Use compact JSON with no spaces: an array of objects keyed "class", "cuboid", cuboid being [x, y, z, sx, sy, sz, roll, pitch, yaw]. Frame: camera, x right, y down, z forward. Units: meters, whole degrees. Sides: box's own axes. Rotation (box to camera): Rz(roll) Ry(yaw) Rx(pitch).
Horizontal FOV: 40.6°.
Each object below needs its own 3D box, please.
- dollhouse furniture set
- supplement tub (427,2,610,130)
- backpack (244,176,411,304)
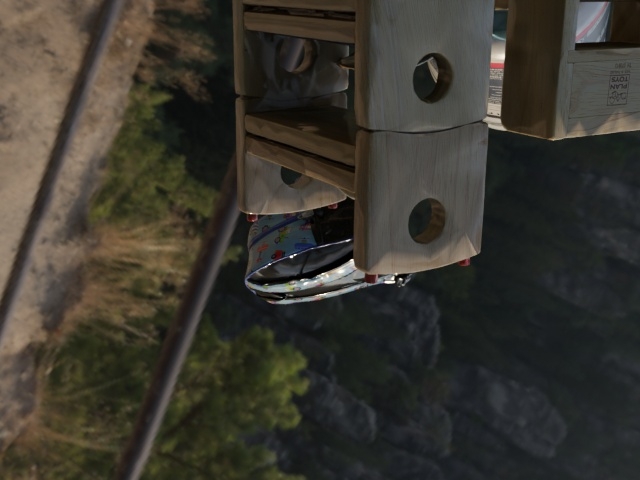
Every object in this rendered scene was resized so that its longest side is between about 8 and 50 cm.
[{"class":"dollhouse furniture set","cuboid":[0.066,-0.070,0.445,0.183,0.129,0.129,-9,110,-29]},{"class":"supplement tub","cuboid":[0.193,-0.231,0.878,0.191,0.191,0.272,-61,163,-2]},{"class":"backpack","cuboid":[0.000,0.000,0.938,0.173,0.117,0.158,-17,160,8]}]
